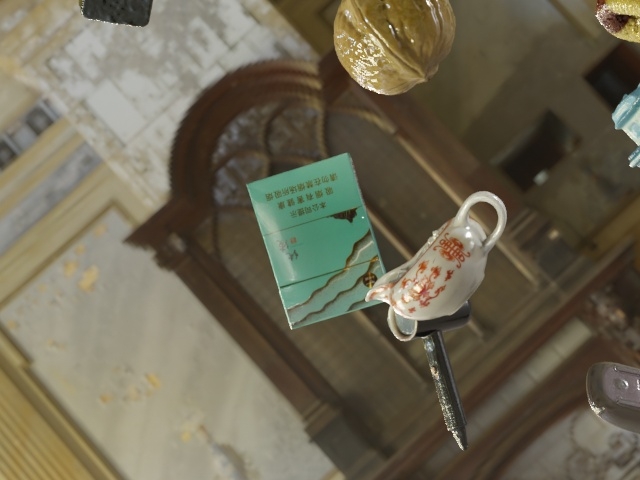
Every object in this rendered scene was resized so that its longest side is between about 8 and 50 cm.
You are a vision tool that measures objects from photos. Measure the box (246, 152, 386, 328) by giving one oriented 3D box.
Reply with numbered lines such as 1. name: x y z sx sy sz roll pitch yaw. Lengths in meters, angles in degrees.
1. box: 0.000 0.001 1.908 0.162 0.229 0.041 -17 0 7

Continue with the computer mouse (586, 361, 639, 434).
1. computer mouse: 0.540 0.263 2.078 0.057 0.232 0.120 108 171 -48

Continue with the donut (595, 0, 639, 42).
1. donut: 0.451 -0.328 1.815 0.140 0.140 0.059 91 -166 -79

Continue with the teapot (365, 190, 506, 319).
1. teapot: 0.166 0.030 1.708 0.245 0.116 0.159 -51 -12 26

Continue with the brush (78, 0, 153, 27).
1. brush: -0.334 -0.458 2.152 0.123 0.059 0.197 5 -56 -18

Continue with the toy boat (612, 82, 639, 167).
1. toy boat: 0.409 -0.167 1.449 0.109 0.098 0.238 -35 -13 -21

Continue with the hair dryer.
1. hair dryer: 0.202 0.203 2.016 0.128 0.255 0.070 -12 -7 -38

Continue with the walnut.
1. walnut: 0.134 -0.370 2.287 0.228 0.228 0.228 -41 -8 -7
